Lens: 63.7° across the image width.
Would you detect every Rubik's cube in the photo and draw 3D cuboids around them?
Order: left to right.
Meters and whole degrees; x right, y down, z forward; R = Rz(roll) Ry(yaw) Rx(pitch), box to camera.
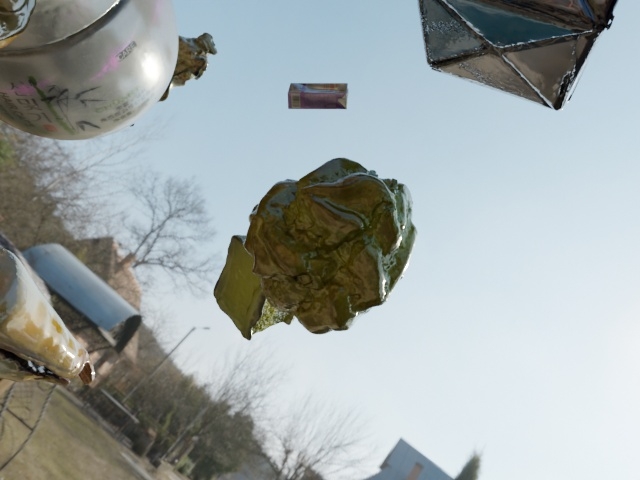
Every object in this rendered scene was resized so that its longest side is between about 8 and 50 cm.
[{"bbox_3d":[0.361,-0.452,0.900,0.305,0.310,0.307,24,-3,17],"label":"Rubik's cube"}]

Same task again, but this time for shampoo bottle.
[{"bbox_3d":[-0.313,-0.272,0.598,0.273,0.273,0.266,37,-16,10],"label":"shampoo bottle"}]

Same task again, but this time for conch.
[{"bbox_3d":[-0.365,0.081,0.588,0.158,0.127,0.255,-11,-35,14],"label":"conch"}]

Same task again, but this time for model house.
[{"bbox_3d":[-0.091,0.091,1.173,0.175,0.234,0.193,47,-52,36],"label":"model house"}]

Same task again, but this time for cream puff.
[{"bbox_3d":[0.000,0.004,0.607,0.195,0.195,0.221,45,-63,-8],"label":"cream puff"}]

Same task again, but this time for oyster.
[{"bbox_3d":[-0.381,-0.344,1.019,0.107,0.354,0.201,69,-5,-55],"label":"oyster"}]

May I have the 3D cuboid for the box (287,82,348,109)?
[{"bbox_3d":[-0.004,-0.281,1.000,0.117,0.051,0.036,0,-50,3],"label":"box"}]

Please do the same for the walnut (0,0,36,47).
[{"bbox_3d":[-0.326,-0.192,0.276,0.332,0.333,0.333,33,-26,18],"label":"walnut"}]
